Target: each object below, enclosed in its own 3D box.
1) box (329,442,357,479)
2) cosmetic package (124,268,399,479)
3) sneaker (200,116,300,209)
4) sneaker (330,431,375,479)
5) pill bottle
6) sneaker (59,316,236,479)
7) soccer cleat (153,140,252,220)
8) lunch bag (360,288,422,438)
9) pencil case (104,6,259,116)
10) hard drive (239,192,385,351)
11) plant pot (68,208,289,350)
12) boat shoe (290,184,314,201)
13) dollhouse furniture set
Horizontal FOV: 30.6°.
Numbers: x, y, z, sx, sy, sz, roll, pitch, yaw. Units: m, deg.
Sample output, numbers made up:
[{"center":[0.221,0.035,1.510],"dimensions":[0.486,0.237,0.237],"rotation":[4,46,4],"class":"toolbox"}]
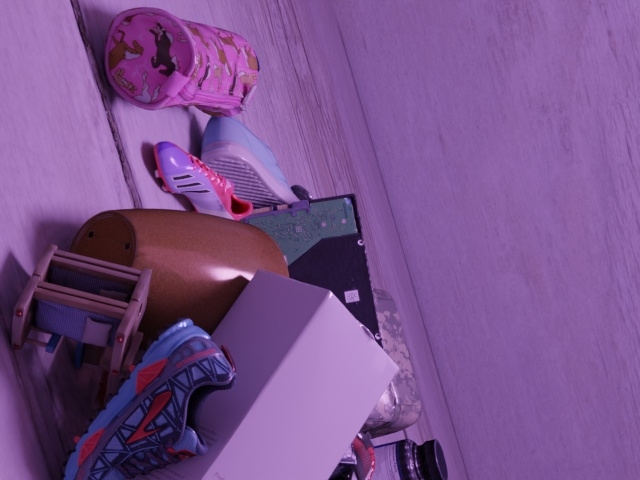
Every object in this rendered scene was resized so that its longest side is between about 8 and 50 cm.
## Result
[{"center":[-0.035,0.321,2.015],"dimensions":[0.158,0.093,0.156],"rotation":[11,57,-30],"class":"box"},{"center":[-0.084,0.243,1.484],"dimensions":[0.365,0.155,0.197],"rotation":[-55,130,-21],"class":"cosmetic package"},{"center":[-0.113,-0.115,2.238],"dimensions":[0.366,0.135,0.150],"rotation":[58,25,-52],"class":"sneaker"},{"center":[0.028,0.454,2.120],"dimensions":[0.135,0.098,0.276],"rotation":[-50,158,-51],"class":"sneaker"},{"center":[0.149,0.486,2.451],"dimensions":[0.123,0.219,0.122],"rotation":[-15,90,-76],"class":"pill bottle"},{"center":[-0.195,0.222,1.341],"dimensions":[0.125,0.262,0.104],"rotation":[35,0,13],"class":"sneaker"},{"center":[-0.199,-0.098,1.961],"dimensions":[0.248,0.095,0.083],"rotation":[55,24,-55],"class":"soccer cleat"},{"center":[0.026,0.237,2.262],"dimensions":[0.256,0.213,0.305],"rotation":[11,63,-53],"class":"lunch bag"},{"center":[-0.223,-0.289,1.943],"dimensions":[0.386,0.167,0.160],"rotation":[-14,111,-76],"class":"pencil case"},{"center":[-0.022,0.097,2.134],"dimensions":[0.064,0.237,0.338],"rotation":[103,-23,-79],"class":"hard drive"},{"center":[-0.208,0.050,1.566],"dimensions":[0.254,0.237,0.237],"rotation":[29,46,-53],"class":"plant pot"},{"center":[-0.004,0.000,2.592],"dimensions":[0.306,0.113,0.105],"rotation":[52,40,-38],"class":"boat shoe"},{"center":[-0.288,0.127,1.393],"dimensions":[0.129,0.129,0.183],"rotation":[-77,-178,-54],"class":"dollhouse furniture set"}]
